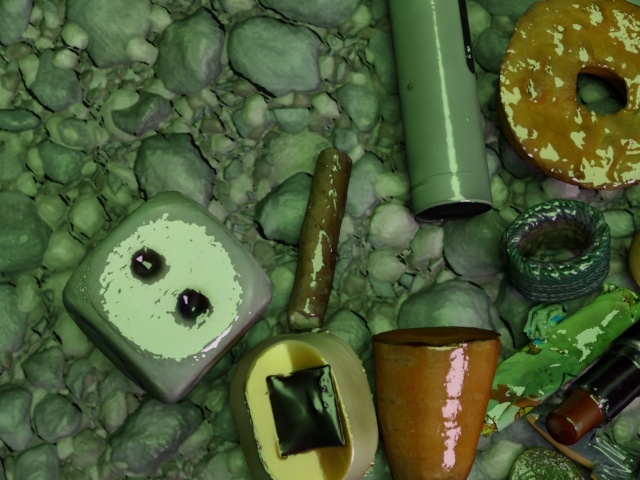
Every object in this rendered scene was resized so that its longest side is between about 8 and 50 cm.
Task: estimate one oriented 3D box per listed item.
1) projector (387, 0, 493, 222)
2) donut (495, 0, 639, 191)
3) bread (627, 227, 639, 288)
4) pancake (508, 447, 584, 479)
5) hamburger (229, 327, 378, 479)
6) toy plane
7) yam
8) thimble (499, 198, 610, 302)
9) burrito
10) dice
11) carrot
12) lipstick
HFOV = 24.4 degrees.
[{"bbox_3d":[0.152,-0.196,1.930,0.108,0.108,0.338,-4,77,-9],"label":"projector"},{"bbox_3d":[0.357,-0.187,1.955,0.277,0.108,0.278,2,76,-8],"label":"donut"},{"bbox_3d":[0.474,-0.003,1.929,0.114,0.077,0.189,25,59,36],"label":"bread"},{"bbox_3d":[0.284,0.315,1.871,0.108,0.017,0.108,2,75,-8],"label":"pancake"},{"bbox_3d":[-0.018,0.214,1.809,0.173,0.116,0.210,-17,84,0],"label":"hamburger"},{"bbox_3d":[0.405,0.290,1.847,0.316,0.103,0.204,36,41,2],"label":"toy plane"},{"bbox_3d":[0.000,0.000,1.888,0.056,0.057,0.241,13,75,-5],"label":"yam"},{"bbox_3d":[0.303,0.017,1.892,0.135,0.090,0.118,-21,55,-5],"label":"thimble"},{"bbox_3d":[0.292,0.136,1.899,0.288,0.054,0.104,-34,81,-13],"label":"burrito"},{"bbox_3d":[-0.182,0.069,1.775,0.192,0.193,0.194,45,76,3],"label":"dice"},{"bbox_3d":[0.143,0.219,1.814,0.159,0.159,0.225,0,88,-8],"label":"carrot"},{"bbox_3d":[0.383,0.161,1.840,0.299,0.081,0.081,-33,83,-38],"label":"lipstick"}]
